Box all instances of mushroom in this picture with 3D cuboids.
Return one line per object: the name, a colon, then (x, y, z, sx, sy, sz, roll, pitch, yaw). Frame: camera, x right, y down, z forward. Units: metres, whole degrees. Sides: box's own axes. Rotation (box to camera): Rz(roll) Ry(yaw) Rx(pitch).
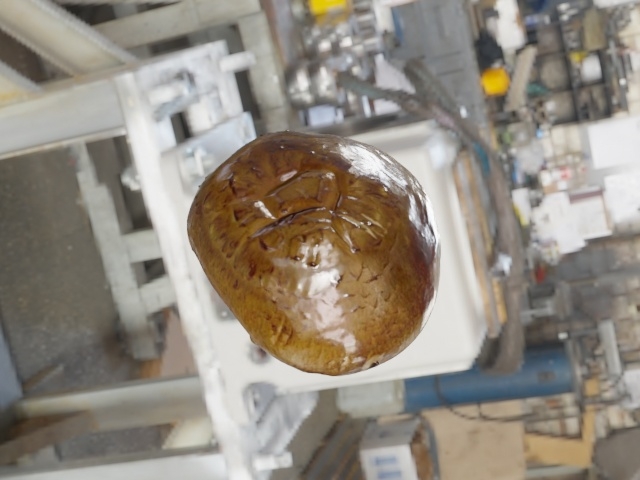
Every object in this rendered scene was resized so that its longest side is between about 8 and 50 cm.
mushroom: (-0.003, -0.007, 0.901, 0.231, 0.194, 0.138, 44, -9, 30)
